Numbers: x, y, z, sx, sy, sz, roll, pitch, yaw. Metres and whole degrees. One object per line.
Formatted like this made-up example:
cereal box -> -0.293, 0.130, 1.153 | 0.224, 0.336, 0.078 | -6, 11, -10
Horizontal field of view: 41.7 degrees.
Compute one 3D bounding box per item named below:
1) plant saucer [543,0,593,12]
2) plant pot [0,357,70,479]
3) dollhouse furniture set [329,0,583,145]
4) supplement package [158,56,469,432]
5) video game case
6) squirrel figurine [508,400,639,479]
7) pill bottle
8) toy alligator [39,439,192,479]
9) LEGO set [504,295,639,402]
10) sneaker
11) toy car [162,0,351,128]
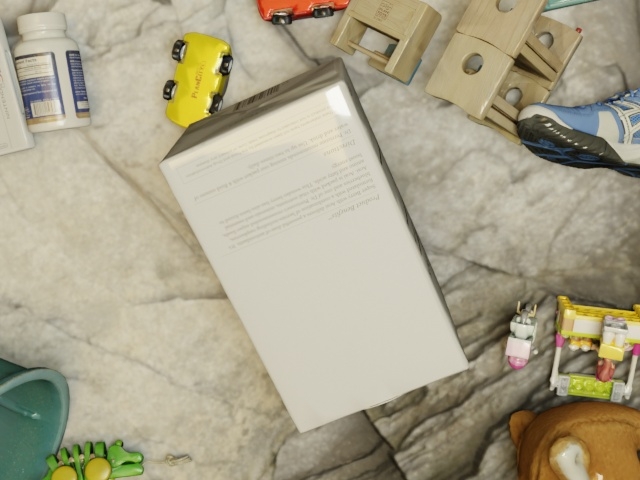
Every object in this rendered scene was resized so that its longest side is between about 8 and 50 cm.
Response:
plant saucer -> 0.310, -0.277, 0.835 | 0.192, 0.018, 0.067 | -11, 118, 6
plant pot -> -0.499, 0.212, 0.859 | 0.334, 0.341, 0.341 | 25, 101, 9
dollhouse furniture set -> 0.137, -0.203, 0.838 | 0.184, 0.129, 0.129 | 34, 102, 29
supplement package -> 0.000, 0.000, 0.816 | 0.178, 0.175, 0.292 | -22, 107, 8
video game case -> -0.398, -0.155, 0.916 | 0.157, 0.019, 0.143 | -10, 99, 17
squirrel figurine -> 0.238, 0.360, 0.835 | 0.397, 0.281, 0.370 | -14, 91, 4
pill bottle -> -0.286, -0.177, 0.890 | 0.067, 0.067, 0.120 | -6, 99, 6
toy alligator -> -0.246, 0.252, 0.966 | 0.190, 0.056, 0.051 | -12, 74, -10
LEGO set -> 0.333, 0.138, 0.854 | 0.287, 0.132, 0.107 | 13, 107, 25
sneaker -> 0.287, -0.112, 0.834 | 0.211, 0.080, 0.081 | 8, 88, -22
toy car -> -0.115, -0.262, 0.868 | 0.239, 0.053, 0.225 | -40, 94, 9
